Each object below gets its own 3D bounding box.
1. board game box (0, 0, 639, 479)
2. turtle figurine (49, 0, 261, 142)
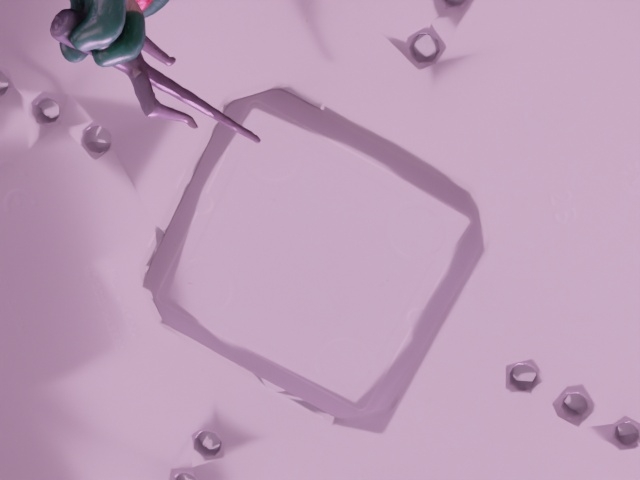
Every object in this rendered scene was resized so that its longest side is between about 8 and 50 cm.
[{"bbox_3d":[0.000,0.000,0.609,0.390,0.050,0.390,-14,105,16],"label":"board game box"},{"bbox_3d":[-0.123,-0.115,0.500,0.234,0.118,0.175,36,155,-33],"label":"turtle figurine"}]
